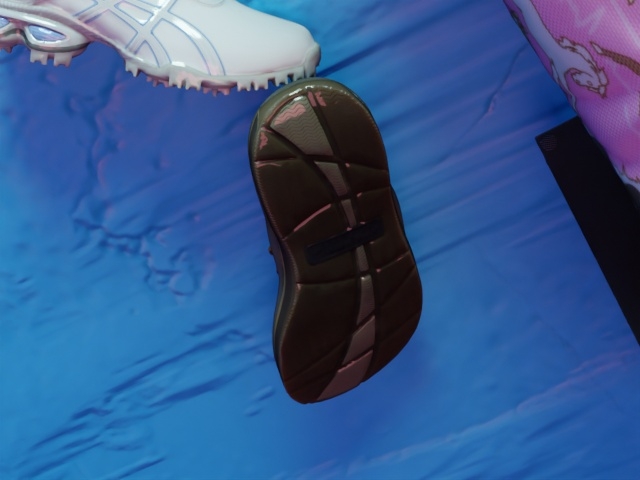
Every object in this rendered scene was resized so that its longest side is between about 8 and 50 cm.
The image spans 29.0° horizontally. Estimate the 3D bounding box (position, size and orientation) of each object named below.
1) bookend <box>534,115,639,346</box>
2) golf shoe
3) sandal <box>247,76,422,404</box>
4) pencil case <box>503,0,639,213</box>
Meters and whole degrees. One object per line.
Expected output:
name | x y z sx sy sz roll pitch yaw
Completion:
bookend | 0.194 0.014 0.666 0.072 0.156 0.157 -27 71 13
golf shoe | -0.081 -0.123 0.604 0.176 0.069 0.086 10 112 -7
sandal | 0.000 0.000 0.669 0.090 0.060 0.219 -21 131 -8
pencil case | 0.141 -0.138 0.488 0.160 0.167 0.386 -33 96 2
